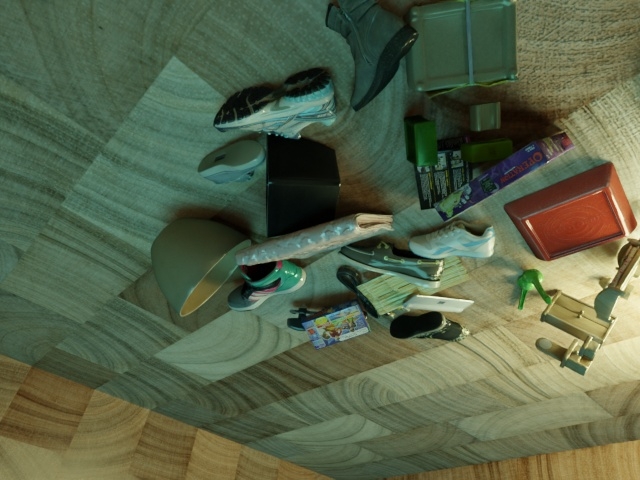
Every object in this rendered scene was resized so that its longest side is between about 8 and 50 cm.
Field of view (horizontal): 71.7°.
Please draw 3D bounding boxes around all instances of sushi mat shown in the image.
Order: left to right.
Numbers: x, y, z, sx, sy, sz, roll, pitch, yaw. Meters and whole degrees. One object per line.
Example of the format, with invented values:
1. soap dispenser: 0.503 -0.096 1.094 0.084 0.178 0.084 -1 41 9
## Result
1. sushi mat: 0.284 0.128 1.364 0.317 0.019 0.151 -27 118 21

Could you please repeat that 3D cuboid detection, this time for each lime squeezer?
1. lime squeezer: 0.635 0.143 1.325 0.059 0.110 0.310 -20 165 5

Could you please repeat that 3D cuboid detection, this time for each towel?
1. towel: 0.000 0.000 1.144 0.332 0.053 0.317 -18 174 26

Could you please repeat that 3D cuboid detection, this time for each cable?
1. cable: 0.156 0.173 1.476 0.287 0.072 0.139 40 147 -16

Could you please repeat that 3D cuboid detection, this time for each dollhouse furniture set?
1. dollhouse furniture set: 0.269 -0.311 0.885 0.198 0.151 0.301 -6 107 6
2. dollhouse furniture set: 0.729 0.139 1.213 0.174 0.303 0.355 28 150 36

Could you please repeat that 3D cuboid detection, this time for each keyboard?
1. keyboard: 0.385 0.205 1.436 0.256 0.014 0.072 9 136 -28

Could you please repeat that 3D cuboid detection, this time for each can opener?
1. can opener: 0.025 0.273 1.559 0.280 0.093 0.074 1 175 1

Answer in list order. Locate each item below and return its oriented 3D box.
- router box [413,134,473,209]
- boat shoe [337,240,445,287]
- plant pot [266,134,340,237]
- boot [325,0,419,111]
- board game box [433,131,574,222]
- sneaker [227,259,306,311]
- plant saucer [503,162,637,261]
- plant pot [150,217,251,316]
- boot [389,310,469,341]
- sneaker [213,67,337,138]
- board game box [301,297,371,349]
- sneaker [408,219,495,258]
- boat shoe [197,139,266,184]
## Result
1. router box: 0.297 -0.157 1.070 0.133 0.046 0.179 -7 136 15
2. boat shoe: 0.203 0.051 1.278 0.305 0.109 0.091 16 104 10
3. plant pot: -0.046 -0.133 1.057 0.167 0.188 0.187 0 139 -7
4. boot: 0.075 -0.368 0.845 0.161 0.083 0.246 43 159 0
5. board game box: 0.385 -0.136 0.901 0.208 0.347 0.056 -40 79 37
6. sneaker: -0.213 0.126 1.391 0.296 0.123 0.178 -25 139 21
7. plant saucer: 0.649 -0.049 1.141 0.258 0.047 0.259 -25 128 31
8. plant pot: -0.362 0.045 1.258 0.191 0.284 0.284 41 135 4
9. boot: 0.381 0.318 1.562 0.179 0.085 0.236 24 149 -33
10. sneaker: -0.097 -0.265 0.964 0.283 0.110 0.122 -9 139 17
11. board game box: 0.053 0.285 1.497 0.201 0.035 0.136 -20 120 8
12. sneaker: 0.355 -0.007 1.213 0.229 0.087 0.092 -3 121 9
13. boat shoe: -0.202 -0.182 1.079 0.228 0.079 0.081 -4 150 39
